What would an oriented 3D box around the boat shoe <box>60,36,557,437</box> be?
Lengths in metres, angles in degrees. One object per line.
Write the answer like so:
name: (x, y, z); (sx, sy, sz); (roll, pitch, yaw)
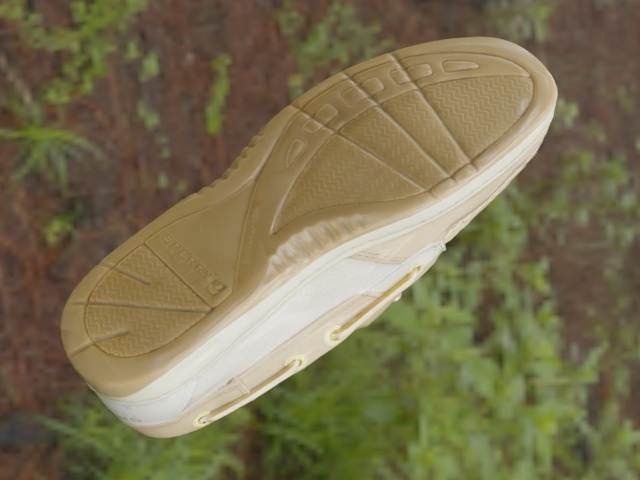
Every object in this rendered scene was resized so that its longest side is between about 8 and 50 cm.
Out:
boat shoe: (0.000, 0.000, 0.609); (0.170, 0.063, 0.059); (-32, 146, -10)
